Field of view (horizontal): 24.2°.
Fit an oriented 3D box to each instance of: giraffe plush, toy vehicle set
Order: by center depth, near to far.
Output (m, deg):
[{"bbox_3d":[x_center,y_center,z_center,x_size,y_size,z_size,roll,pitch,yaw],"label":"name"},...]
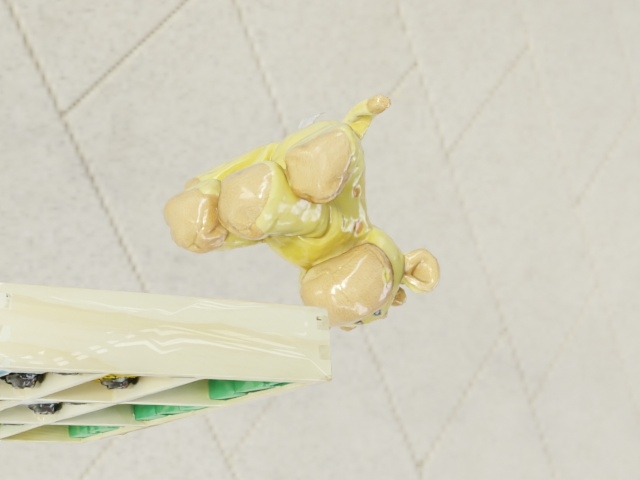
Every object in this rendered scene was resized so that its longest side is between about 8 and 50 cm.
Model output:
[{"bbox_3d":[-0.135,0.069,0.748,0.166,0.267,0.035,6,74,-33],"label":"toy vehicle set"},{"bbox_3d":[0.000,0.000,1.186,0.170,0.181,0.210,65,31,-10],"label":"giraffe plush"}]
